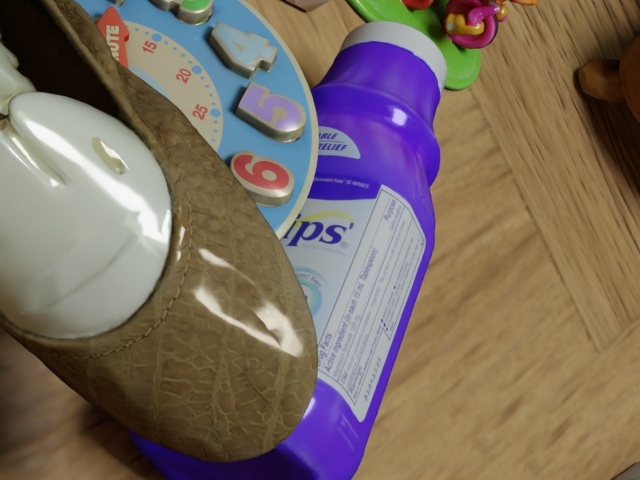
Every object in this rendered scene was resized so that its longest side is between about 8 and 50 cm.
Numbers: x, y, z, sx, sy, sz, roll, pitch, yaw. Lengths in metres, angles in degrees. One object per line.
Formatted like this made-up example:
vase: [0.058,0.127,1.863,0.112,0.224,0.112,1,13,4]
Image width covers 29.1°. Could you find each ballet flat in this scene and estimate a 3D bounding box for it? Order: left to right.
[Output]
ballet flat: [-0.128,-0.058,0.484,0.342,0.116,0.124,56,7,16]

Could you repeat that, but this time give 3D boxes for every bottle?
bottle: [0.000,0.000,0.651,0.092,0.118,0.282,60,41,-41]

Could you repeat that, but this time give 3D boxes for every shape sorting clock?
shape sorting clock: [-0.100,-0.063,0.592,0.206,0.040,0.206,6,59,-10]

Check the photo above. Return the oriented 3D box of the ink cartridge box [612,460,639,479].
ink cartridge box: [0.238,0.251,0.727,0.270,0.198,0.197,-18,87,-46]

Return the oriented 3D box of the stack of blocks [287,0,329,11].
stack of blocks: [-0.088,-0.234,0.678,0.297,0.087,0.171,20,62,-37]

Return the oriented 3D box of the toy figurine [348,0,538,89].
toy figurine: [0.110,-0.199,0.800,0.130,0.159,0.173,-43,106,-43]

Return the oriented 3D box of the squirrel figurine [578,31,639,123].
squirrel figurine: [0.371,-0.205,1.003,0.371,0.281,0.396,-16,86,-33]
